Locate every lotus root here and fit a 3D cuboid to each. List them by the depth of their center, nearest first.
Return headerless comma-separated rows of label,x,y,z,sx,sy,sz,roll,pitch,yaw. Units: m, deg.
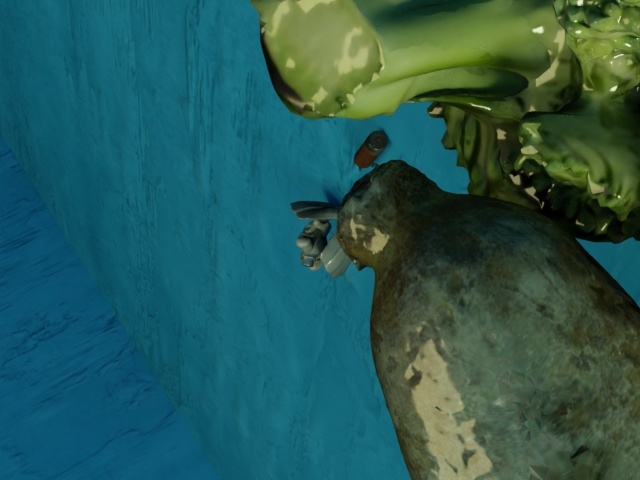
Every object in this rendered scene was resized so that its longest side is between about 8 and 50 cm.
lotus root,0.127,0.102,0.890,0.349,0.175,0.175,60,162,-6

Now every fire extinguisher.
fire extinguisher,0.052,-0.096,1.622,0.083,0.022,0.028,129,150,-71

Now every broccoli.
broccoli,0.129,-0.151,0.967,0.338,0.317,0.277,37,132,-3

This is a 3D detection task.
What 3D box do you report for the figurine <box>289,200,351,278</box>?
figurine,0.000,0.000,1.794,0.082,0.094,0.086,10,101,22
